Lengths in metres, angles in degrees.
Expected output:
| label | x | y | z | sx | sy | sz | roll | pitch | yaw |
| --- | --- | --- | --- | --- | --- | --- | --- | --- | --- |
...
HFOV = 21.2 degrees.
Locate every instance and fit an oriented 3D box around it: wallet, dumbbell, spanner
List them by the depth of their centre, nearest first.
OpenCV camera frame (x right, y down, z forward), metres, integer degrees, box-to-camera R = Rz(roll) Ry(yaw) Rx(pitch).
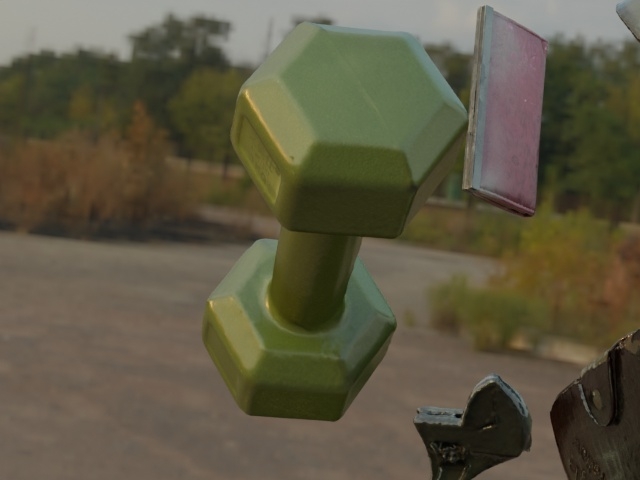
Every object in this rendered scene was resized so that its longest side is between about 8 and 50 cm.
| label | x | y | z | sx | sy | sz | roll | pitch | yaw |
| --- | --- | --- | --- | --- | --- | --- | --- | --- | --- |
| dumbbell | 0.000 | 0.000 | 0.983 | 0.108 | 0.121 | 0.302 | -22 | -24 | -20 |
| wallet | 0.205 | 0.131 | 1.123 | 0.031 | 0.122 | 0.232 | -14 | -17 | -15 |
| spanner | 0.092 | 0.231 | 1.379 | 0.093 | 0.325 | 0.026 | 23 | 34 | 9 |
| wallet | 0.221 | -0.151 | 2.016 | 0.119 | 0.232 | 0.025 | 21 | -23 | -38 |

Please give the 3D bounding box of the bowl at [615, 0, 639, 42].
| label | x | y | z | sx | sy | sz | roll | pitch | yaw |
| --- | --- | --- | --- | --- | --- | --- | --- | --- | --- |
| bowl | 0.466 | -0.163 | 1.604 | 0.354 | 0.185 | 0.354 | 40 | 17 | -15 |
